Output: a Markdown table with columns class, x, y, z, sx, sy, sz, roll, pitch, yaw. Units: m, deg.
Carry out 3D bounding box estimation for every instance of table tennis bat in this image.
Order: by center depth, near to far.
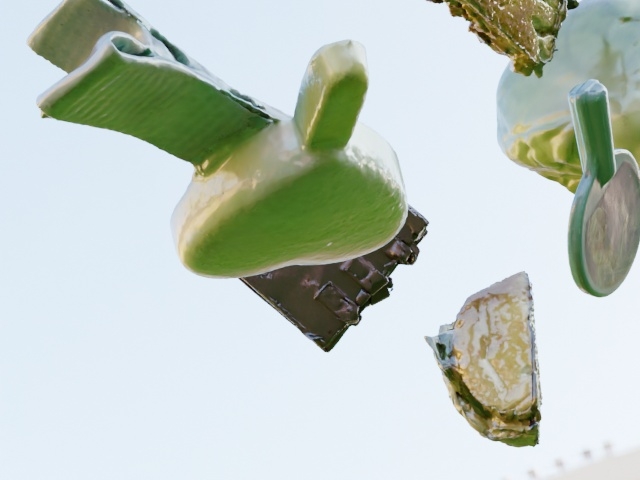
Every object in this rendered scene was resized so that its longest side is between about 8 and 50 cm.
| class | x | y | z | sx | sy | sz | roll | pitch | yaw |
| --- | --- | --- | --- | --- | --- | --- | --- | --- | --- |
| table tennis bat | 0.283 | -0.052 | 1.447 | 0.038 | 0.149 | 0.237 | 12 | -50 | 37 |

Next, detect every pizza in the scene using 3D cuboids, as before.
| class | x | y | z | sx | sy | sz | roll | pitch | yaw |
| --- | --- | --- | --- | --- | --- | --- | --- | --- | --- |
| pizza | 0.214 | -0.297 | 1.712 | 0.081 | 0.229 | 0.289 | -12 | 14 | 47 |

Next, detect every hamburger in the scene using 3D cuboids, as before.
| class | x | y | z | sx | sy | sz | roll | pitch | yaw |
| --- | --- | --- | --- | --- | --- | --- | --- | --- | --- |
| hamburger | 0.150 | 0.112 | 1.314 | 0.102 | 0.176 | 0.087 | -7 | -35 | 11 |

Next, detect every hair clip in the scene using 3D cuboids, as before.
| class | x | y | z | sx | sy | sz | roll | pitch | yaw |
| --- | --- | --- | --- | --- | --- | --- | --- | --- | --- |
| hair clip | -0.031 | -0.048 | 0.687 | 0.159 | 0.071 | 0.218 | -30 | -40 | 31 |

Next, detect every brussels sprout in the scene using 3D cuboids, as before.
| class | x | y | z | sx | sy | sz | roll | pitch | yaw |
| --- | --- | --- | --- | --- | --- | --- | --- | --- | --- |
| brussels sprout | 0.398 | -0.182 | 1.937 | 0.344 | 0.344 | 0.268 | -27 | -51 | 22 |

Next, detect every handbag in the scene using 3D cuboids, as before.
| class | x | y | z | sx | sy | sz | roll | pitch | yaw |
| --- | --- | --- | --- | --- | --- | --- | --- | --- | --- |
| handbag | 0.000 | 0.000 | 1.764 | 0.203 | 0.216 | 0.074 | -50 | -10 | -3 |
